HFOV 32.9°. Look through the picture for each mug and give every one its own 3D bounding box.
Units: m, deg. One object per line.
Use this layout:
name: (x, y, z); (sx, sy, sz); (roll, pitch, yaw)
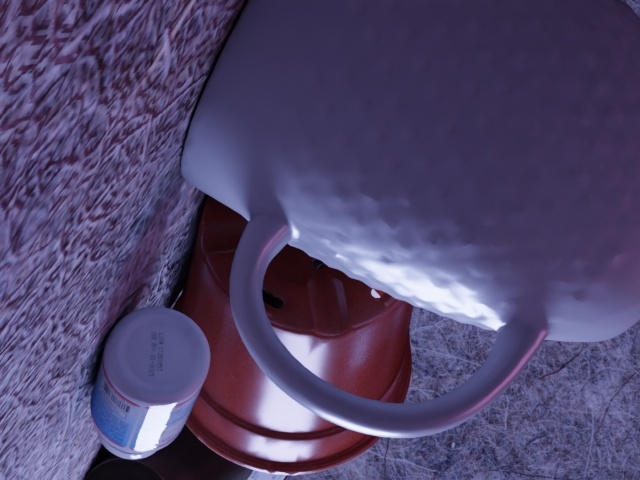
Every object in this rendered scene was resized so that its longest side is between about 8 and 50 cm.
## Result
mug: (0.085, -0.041, 0.777); (0.374, 0.328, 0.276); (-59, 179, -16)

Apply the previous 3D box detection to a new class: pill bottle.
pill bottle: (-0.150, 0.129, 0.926); (0.087, 0.087, 0.160); (-59, 179, -35)

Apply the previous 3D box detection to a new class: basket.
basket: (-0.208, 0.309, 1.399); (0.204, 0.154, 0.227); (-17, -178, 15)

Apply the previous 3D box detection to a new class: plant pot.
plant pot: (-0.021, 0.056, 1.060); (0.272, 0.272, 0.265); (-59, 170, -30)

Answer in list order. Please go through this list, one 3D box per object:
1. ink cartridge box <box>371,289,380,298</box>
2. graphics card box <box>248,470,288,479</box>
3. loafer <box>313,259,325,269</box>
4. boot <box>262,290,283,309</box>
ink cartridge box: (0.046, -0.025, 1.860); (0.172, 0.237, 0.100); (-60, 179, -26)
graphics card box: (-0.173, 0.433, 1.786); (0.371, 0.094, 0.233); (-59, -165, -5)
loafer: (0.000, 0.000, 1.627); (0.130, 0.133, 0.366); (-169, -96, -74)
boot: (-0.089, 0.134, 1.688); (0.246, 0.094, 0.207); (-3, -122, 53)
